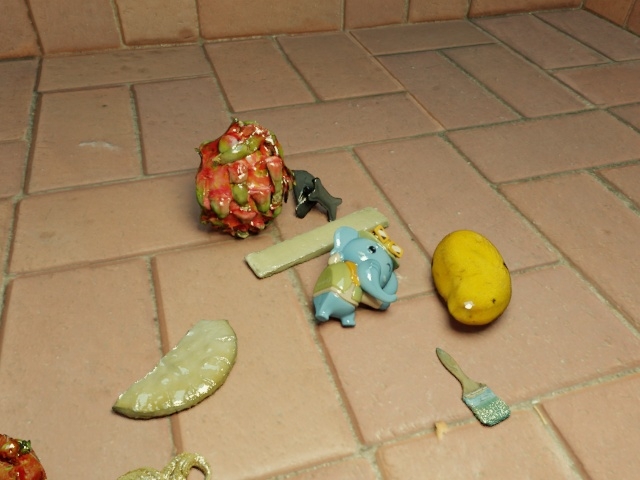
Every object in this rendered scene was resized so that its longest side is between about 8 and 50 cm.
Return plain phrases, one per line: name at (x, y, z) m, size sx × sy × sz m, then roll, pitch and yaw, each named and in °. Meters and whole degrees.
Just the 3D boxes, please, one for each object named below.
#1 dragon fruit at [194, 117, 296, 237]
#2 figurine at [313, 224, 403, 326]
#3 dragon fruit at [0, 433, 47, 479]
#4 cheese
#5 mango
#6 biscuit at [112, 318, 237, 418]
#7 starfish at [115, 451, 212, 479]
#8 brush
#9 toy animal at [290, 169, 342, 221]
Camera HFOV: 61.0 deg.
dragon fruit at (-0.196, -0.156, 1.372) m, size 0.231 × 0.302 × 0.237 m, roll 9°, pitch 28°, yaw -33°
figurine at (0.090, 0.088, 1.233) m, size 0.180 × 0.153 × 0.261 m, roll 19°, pitch 60°, yaw 6°
dragon fruit at (-0.495, 0.382, 0.856) m, size 0.142 × 0.138 × 0.174 m, roll 15°, pitch 50°, yaw -19°
cheese at (0.001, -0.001, 1.396) m, size 0.401 × 0.034 × 0.085 m, roll -22°, pitch 46°, yaw -25°
mango at (0.342, 0.091, 1.242) m, size 0.177 × 0.120 × 0.294 m, roll 12°, pitch 43°, yaw 0°
biscuit at (-0.258, 0.259, 1.080) m, size 0.141 × 0.038 × 0.290 m, roll 25°, pitch 46°, yaw 24°
starfish at (-0.252, 0.414, 0.892) m, size 0.210 × 0.053 × 0.150 m, roll 5°, pitch 45°, yaw 0°
brush at (0.293, 0.283, 1.087) m, size 0.070 × 0.021 × 0.196 m, roll -17°, pitch 44°, yaw -23°
toy animal at (-0.039, -0.126, 1.525) m, size 0.117 × 0.121 × 0.210 m, roll -55°, pitch 34°, yaw 4°
